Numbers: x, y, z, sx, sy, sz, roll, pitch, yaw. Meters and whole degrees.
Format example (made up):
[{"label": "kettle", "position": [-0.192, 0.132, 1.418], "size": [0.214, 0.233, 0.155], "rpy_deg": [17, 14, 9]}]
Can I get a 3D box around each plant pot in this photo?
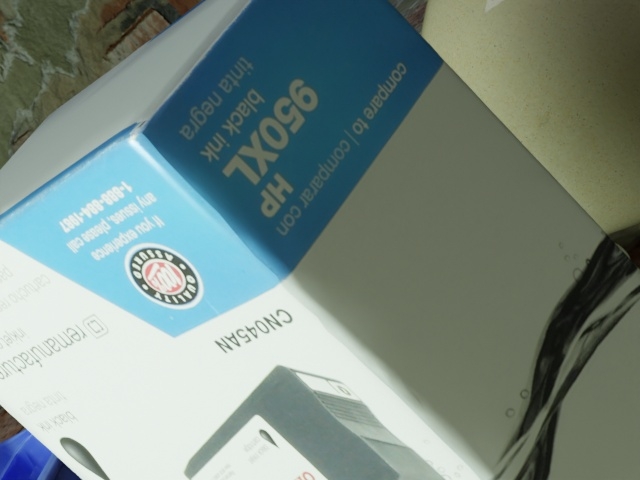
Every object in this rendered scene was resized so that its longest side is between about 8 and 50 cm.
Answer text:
[{"label": "plant pot", "position": [0.180, -0.110, 1.361], "size": [0.191, 0.284, 0.284], "rpy_deg": [-53, 15, -17]}]

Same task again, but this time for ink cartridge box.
[{"label": "ink cartridge box", "position": [0.018, 0.076, 0.960], "size": [0.285, 0.395, 0.166], "rpy_deg": [-27, 22, 52]}]

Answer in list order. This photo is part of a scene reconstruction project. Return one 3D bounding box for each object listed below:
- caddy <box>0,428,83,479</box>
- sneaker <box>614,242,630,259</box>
[{"label": "caddy", "position": [-0.301, 0.294, 1.725], "size": [0.241, 0.179, 0.341], "rpy_deg": [-39, 13, 24]}, {"label": "sneaker", "position": [0.126, 0.072, 1.330], "size": [0.235, 0.095, 0.090], "rpy_deg": [-43, 10, -13]}]
